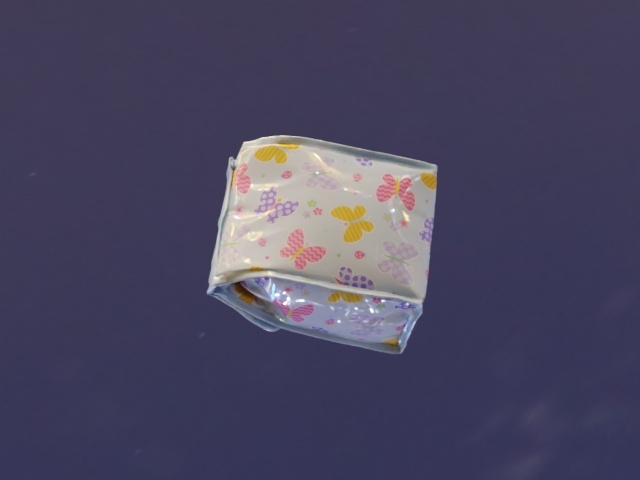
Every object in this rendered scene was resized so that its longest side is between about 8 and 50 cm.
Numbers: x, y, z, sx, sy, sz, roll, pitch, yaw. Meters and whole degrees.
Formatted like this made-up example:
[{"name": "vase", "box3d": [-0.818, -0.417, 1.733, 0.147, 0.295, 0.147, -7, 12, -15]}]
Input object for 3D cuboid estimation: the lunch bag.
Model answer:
[{"name": "lunch bag", "box3d": [0.000, 0.000, 0.666, 0.083, 0.071, 0.053, 12, -33, -8]}]
